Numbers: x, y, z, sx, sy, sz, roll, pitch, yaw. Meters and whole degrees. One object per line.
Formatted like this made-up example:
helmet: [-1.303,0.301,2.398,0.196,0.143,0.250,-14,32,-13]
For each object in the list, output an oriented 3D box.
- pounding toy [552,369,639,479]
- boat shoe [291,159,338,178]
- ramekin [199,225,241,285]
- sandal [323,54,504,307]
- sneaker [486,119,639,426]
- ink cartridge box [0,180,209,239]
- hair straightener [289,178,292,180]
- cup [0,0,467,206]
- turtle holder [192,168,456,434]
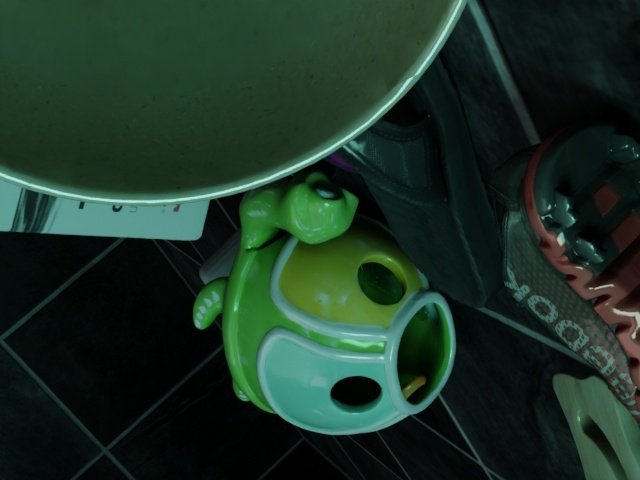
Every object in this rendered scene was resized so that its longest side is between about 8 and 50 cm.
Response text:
pounding toy: [0.296,0.212,0.744,0.154,0.154,0.270,102,155,-64]
boat shoe: [-0.038,-0.133,0.962,0.076,0.080,0.228,30,159,35]
ramekin: [-0.053,0.096,1.400,0.277,0.135,0.277,50,175,6]
sandal: [0.039,-0.086,0.786,0.167,0.107,0.446,30,157,51]
sneaker: [0.202,0.041,0.656,0.276,0.097,0.135,55,164,-16]
ink cartridge box: [-0.261,-0.164,0.754,0.394,0.286,0.166,3,-160,-40]
hair straightener: [0.000,0.000,1.286,0.089,0.047,0.230,46,173,47]
cup: [-0.100,-0.218,0.536,0.331,0.331,0.237,64,-174,-46]
turtle holder: [0.024,0.062,1.055,0.227,0.243,0.321,16,112,38]
